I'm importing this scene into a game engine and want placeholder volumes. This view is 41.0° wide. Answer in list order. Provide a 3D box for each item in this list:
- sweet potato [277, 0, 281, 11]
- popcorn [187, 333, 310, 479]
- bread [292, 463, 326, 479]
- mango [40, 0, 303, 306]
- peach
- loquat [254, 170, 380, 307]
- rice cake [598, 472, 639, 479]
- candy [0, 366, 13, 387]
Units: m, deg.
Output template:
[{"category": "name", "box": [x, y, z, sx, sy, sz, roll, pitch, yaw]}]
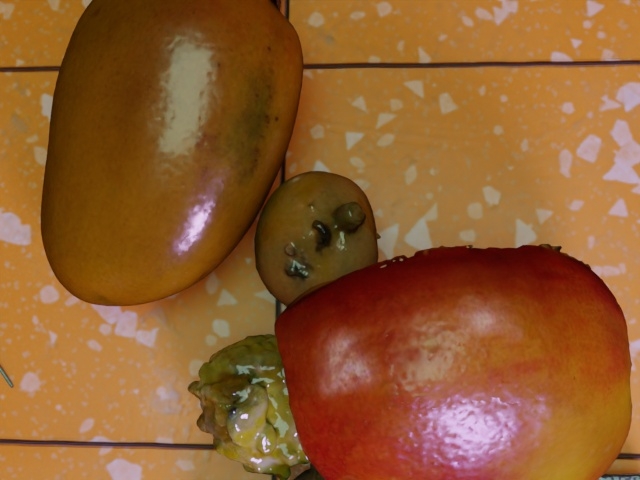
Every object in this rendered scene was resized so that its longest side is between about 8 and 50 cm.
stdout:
[{"category": "sweet potato", "box": [-0.079, -0.324, 1.137, 0.068, 0.068, 0.226, 2, 81, 4]}, {"category": "popcorn", "box": [-0.065, 0.199, 1.020, 0.173, 0.142, 0.174, 7, 64, -15]}, {"category": "bread", "box": [0.004, 0.384, 0.992, 0.192, 0.110, 0.210, -43, 80, 3]}, {"category": "mango", "box": [-0.190, -0.127, 1.032, 0.300, 0.232, 0.446, 23, 89, 14]}, {"category": "peach", "box": [0.145, 0.161, 0.912, 0.380, 0.306, 0.243, -3, 54, 0]}, {"category": "loquat", "box": [0.000, 0.000, 1.015, 0.149, 0.204, 0.172, 14, 70, -15]}, {"category": "rice cake", "box": [0.287, 0.298, 1.018, 0.210, 0.043, 0.034, -4, 76, 3]}, {"category": "candy", "box": [-0.434, 0.141, 1.106, 0.035, 0.035, 0.123, -36, 90, -14]}]
